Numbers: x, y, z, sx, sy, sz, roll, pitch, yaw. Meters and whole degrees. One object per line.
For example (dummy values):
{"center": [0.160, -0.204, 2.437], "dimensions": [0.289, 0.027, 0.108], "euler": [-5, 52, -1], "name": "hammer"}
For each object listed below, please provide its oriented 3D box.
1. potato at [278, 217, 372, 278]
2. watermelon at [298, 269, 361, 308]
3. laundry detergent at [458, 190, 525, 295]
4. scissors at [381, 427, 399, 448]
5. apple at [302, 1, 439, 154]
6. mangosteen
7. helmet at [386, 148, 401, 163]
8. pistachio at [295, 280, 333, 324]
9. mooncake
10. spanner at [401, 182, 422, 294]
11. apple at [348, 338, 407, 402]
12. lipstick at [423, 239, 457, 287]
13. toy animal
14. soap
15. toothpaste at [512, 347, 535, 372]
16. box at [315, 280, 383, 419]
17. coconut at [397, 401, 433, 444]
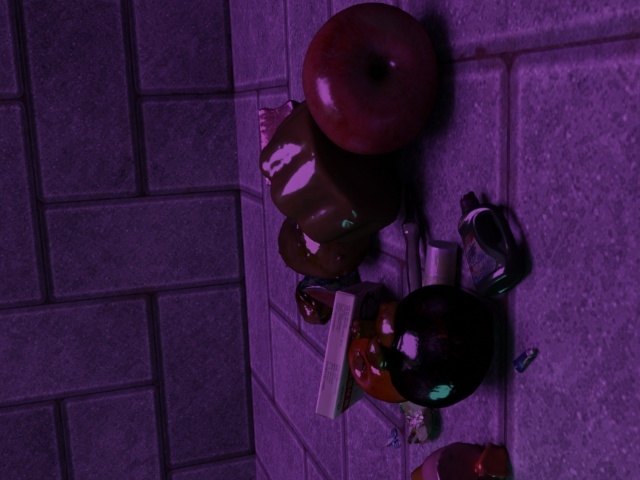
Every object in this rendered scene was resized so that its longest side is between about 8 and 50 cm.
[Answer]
{"center": [-0.003, -0.018, 2.168], "dimensions": [0.359, 0.219, 0.269], "euler": [-6, 81, 60], "name": "potato"}
{"center": [0.038, 0.168, 2.286], "dimensions": [0.136, 0.207, 0.202], "euler": [-67, -39, -72], "name": "watermelon"}
{"center": [0.333, -0.009, 1.446], "dimensions": [0.144, 0.078, 0.221], "euler": [120, 143, -58], "name": "laundry detergent"}
{"center": [0.204, 0.590, 2.115], "dimensions": [0.119, 0.014, 0.058], "euler": [123, 143, -58], "name": "scissors"}
{"center": [0.108, -0.363, 1.648], "dimensions": [0.269, 0.345, 0.344], "euler": [168, 96, -79], "name": "apple"}
{"center": [0.210, 0.215, 1.524], "dimensions": [0.275, 0.302, 0.275], "euler": [14, -90, -89], "name": "mangosteen"}
{"center": [0.186, -0.257, 1.848], "dimensions": [0.089, 0.057, 0.111], "euler": [41, -155, -62], "name": "helmet"}
{"center": [-0.023, 0.209, 2.535], "dimensions": [0.165, 0.130, 0.210], "euler": [47, -172, -39], "name": "pistachio"}
{"center": [0.030, -0.169, 1.826], "dimensions": [0.201, 0.378, 0.378], "euler": [-31, 61, 33], "name": "mooncake"}
{"center": [0.224, 0.006, 1.764], "dimensions": [0.095, 0.040, 0.324], "euler": [61, -155, -65], "name": "spanner"}
{"center": [0.172, 0.317, 1.874], "dimensions": [0.235, 0.173, 0.210], "euler": [173, 91, -71], "name": "apple"}
{"center": [0.273, 0.151, 1.677], "dimensions": [0.076, 0.076, 0.304], "euler": [-137, 45, -64], "name": "lipstick"}
{"center": [0.292, 0.543, 1.598], "dimensions": [0.195, 0.169, 0.281], "euler": [-56, -11, -32], "name": "toy animal"}
{"center": [-0.044, -0.263, 2.134], "dimensions": [0.359, 0.128, 0.233], "euler": [3, -100, -68], "name": "soap"}
{"center": [0.399, 0.232, 1.406], "dimensions": [0.027, 0.019, 0.083], "euler": [49, 149, 20], "name": "toothpaste"}
{"center": [0.083, 0.299, 2.012], "dimensions": [0.214, 0.069, 0.353], "euler": [-10, -70, -64], "name": "box"}
{"center": [0.253, 0.463, 1.860], "dimensions": [0.158, 0.055, 0.133], "euler": [-138, 44, -66], "name": "coconut"}
